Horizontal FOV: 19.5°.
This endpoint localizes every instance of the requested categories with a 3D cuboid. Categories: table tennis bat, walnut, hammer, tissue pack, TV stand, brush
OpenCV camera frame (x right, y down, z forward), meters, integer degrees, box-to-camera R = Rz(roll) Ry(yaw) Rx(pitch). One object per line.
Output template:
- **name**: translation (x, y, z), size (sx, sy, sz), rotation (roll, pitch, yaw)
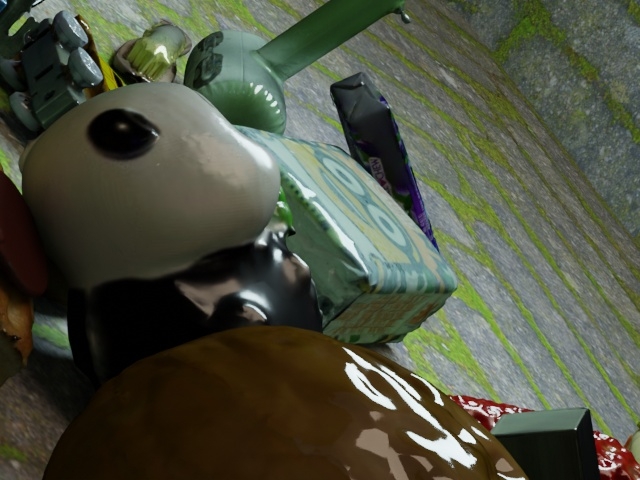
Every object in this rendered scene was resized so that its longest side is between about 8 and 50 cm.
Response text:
- **table tennis bat**: translation (-0.221, -0.005, 1.303), size (0.155, 0.019, 0.098), rotation (-15, 85, -81)
- **walnut**: translation (-0.005, 0.231, 1.079), size (0.398, 0.308, 0.354), rotation (53, -16, 23)
- **hammer**: translation (-0.010, -0.223, 2.130), size (0.119, 0.336, 0.206), rotation (52, 13, -25)
- **tissue pack**: translation (0.000, 0.000, 1.986), size (0.228, 0.128, 0.311), rotation (50, 15, 16)
- **TV stand**: translation (0.206, 0.286, 1.614), size (0.088, 0.083, 0.269), rotation (-31, 114, -74)
- **brush**: translation (-0.181, -0.237, 2.233), size (0.072, 0.067, 0.313), rotation (43, 14, -6)

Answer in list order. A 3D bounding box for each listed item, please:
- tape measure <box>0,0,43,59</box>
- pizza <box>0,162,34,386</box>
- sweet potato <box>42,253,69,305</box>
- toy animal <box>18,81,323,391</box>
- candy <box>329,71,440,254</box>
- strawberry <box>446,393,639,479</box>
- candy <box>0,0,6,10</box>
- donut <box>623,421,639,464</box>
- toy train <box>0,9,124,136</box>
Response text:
- **tape measure**: translation (-0.354, -0.306, 1.801), size (0.245, 0.149, 0.231), rotation (39, 19, -19)
- **pizza**: translation (-0.292, -0.049, 1.306), size (0.226, 0.086, 0.335), rotation (-5, 76, -76)
- **sweet potato**: translation (-0.268, -0.025, 1.475), size (0.273, 0.075, 0.075), rotation (39, 17, -28)
- **toy animal**: translation (-0.109, 0.008, 1.440), size (0.212, 0.213, 0.266), rotation (-42, 119, -74)
- **candy**: translation (0.084, -0.053, 2.205), size (0.088, 0.061, 0.312), rotation (58, -8, 51)
- **strawberry**: translation (0.184, 0.236, 1.754), size (0.244, 0.205, 0.205), rotation (39, 17, -15)
- **candy**: translation (-0.413, -0.233, 1.459), size (0.306, 0.157, 0.100), rotation (35, 19, -33)
- **donut**: translation (0.464, 0.362, 2.209), size (0.307, 0.150, 0.371), rotation (40, 17, -18)
- **toy train**: translation (-0.237, -0.138, 1.803), size (0.127, 0.089, 0.219), rotation (47, 11, -37)
